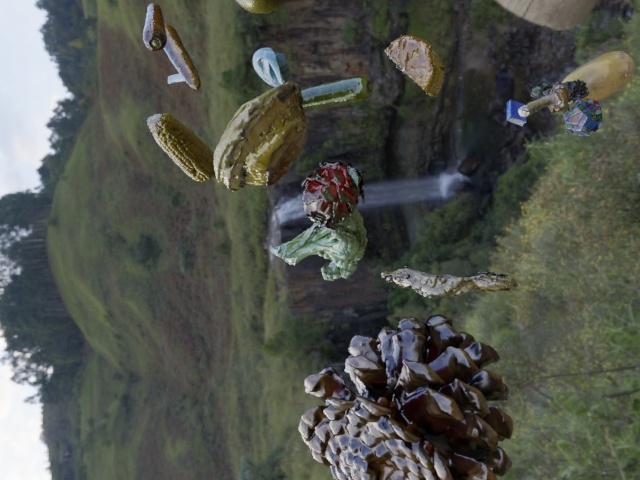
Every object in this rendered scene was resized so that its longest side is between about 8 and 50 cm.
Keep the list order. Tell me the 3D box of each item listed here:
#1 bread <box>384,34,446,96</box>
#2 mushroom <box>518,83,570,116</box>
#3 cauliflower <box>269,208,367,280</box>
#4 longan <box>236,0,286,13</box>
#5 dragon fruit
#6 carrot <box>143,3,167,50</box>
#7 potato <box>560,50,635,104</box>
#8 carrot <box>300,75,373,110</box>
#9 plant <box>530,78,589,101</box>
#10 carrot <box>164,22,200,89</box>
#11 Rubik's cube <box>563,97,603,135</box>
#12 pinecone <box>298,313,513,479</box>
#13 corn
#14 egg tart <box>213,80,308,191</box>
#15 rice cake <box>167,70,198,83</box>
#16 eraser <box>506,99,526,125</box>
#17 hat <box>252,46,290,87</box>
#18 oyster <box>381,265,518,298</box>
[{"bbox_3d":[0.376,-0.677,1.970,0.147,0.160,0.260,-50,57,23],"label":"bread"},{"bbox_3d":[0.492,-0.298,1.145,0.060,0.187,0.061,-26,92,57],"label":"mushroom"},{"bbox_3d":[0.023,0.004,1.676,0.260,0.281,0.327,43,-168,-12],"label":"cauliflower"},{"bbox_3d":[-0.123,-0.587,1.163,0.176,0.145,0.154,26,96,43],"label":"longan"},{"bbox_3d":[0.032,-0.131,1.458,0.182,0.188,0.182,42,165,14],"label":"dragon fruit"},{"bbox_3d":[-0.402,-0.522,1.264,0.055,0.055,0.161,95,167,-53],"label":"carrot"},{"bbox_3d":[0.922,-0.537,1.738,0.150,0.234,0.146,40,-148,-35],"label":"potato"},{"bbox_3d":[-0.015,-0.427,1.555,0.074,0.358,0.074,14,-106,-61],"label":"carrot"},{"bbox_3d":[0.748,-0.465,1.632,0.085,0.174,0.087,30,-106,-53],"label":"plant"},{"bbox_3d":[-0.428,-0.562,1.592,0.314,0.066,0.066,56,159,28],"label":"carrot"},{"bbox_3d":[0.727,-0.342,1.437,0.111,0.111,0.093,-124,53,-78],"label":"Rubik's cube"},{"bbox_3d":[0.169,0.292,0.926,0.384,0.384,0.384,176,90,-84],"label":"pinecone"},{"bbox_3d":[-0.441,-0.301,1.710,0.322,0.119,0.119,54,-157,-51],"label":"corn"},{"bbox_3d":[-0.135,-0.260,1.400,0.352,0.150,0.352,-50,-9,-11],"label":"egg tart"},{"bbox_3d":[-0.497,-0.587,1.870,0.208,0.033,0.033,13,108,48],"label":"rice cake"},{"bbox_3d":[0.674,-0.440,1.789,0.027,0.063,0.084,118,166,-58],"label":"eraser"},{"bbox_3d":[-0.139,-0.545,1.634,0.191,0.078,0.138,40,160,44],"label":"hat"},{"bbox_3d":[0.317,0.108,1.318,0.129,0.345,0.078,7,-96,-66],"label":"oyster"}]
